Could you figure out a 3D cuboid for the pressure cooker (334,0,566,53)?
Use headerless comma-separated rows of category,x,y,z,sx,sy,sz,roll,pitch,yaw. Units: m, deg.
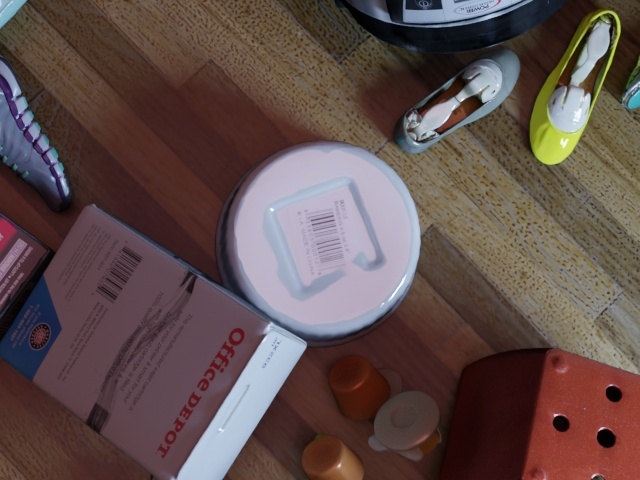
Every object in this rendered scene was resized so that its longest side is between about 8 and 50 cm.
pressure cooker,0.164,-0.445,1.552,0.370,0.420,0.375,32,70,31

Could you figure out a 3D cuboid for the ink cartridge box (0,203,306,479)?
ink cartridge box,-0.208,0.132,1.528,0.307,0.129,0.223,32,88,25

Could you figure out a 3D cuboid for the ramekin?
ramekin,0.000,0.000,1.624,0.277,0.135,0.277,0,84,-4

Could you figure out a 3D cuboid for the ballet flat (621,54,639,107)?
ballet flat,0.483,-0.251,1.732,0.188,0.070,0.070,-30,87,-9

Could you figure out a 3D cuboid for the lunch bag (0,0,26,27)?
lunch bag,-0.529,-0.327,1.606,0.262,0.160,0.223,43,82,6

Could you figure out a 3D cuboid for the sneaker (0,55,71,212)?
sneaker,-0.409,-0.124,1.607,0.098,0.083,0.224,-31,105,-22

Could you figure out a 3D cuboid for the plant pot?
plant pot,0.308,0.272,1.532,0.267,0.236,0.267,18,63,-3

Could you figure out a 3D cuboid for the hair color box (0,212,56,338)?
hair color box,-0.544,-0.017,1.594,0.374,0.113,0.185,35,83,0

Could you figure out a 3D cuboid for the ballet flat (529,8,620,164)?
ballet flat,0.351,-0.216,1.703,0.077,0.077,0.231,25,83,-2

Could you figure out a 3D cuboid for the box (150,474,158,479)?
box,-0.183,0.409,1.570,0.036,0.136,0.225,12,83,-38

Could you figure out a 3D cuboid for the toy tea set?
toy tea set,0.070,0.299,1.557,0.200,0.124,0.336,-4,48,27

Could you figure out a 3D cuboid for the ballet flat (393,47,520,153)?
ballet flat,0.193,-0.191,1.693,0.213,0.068,0.072,-37,88,-7
